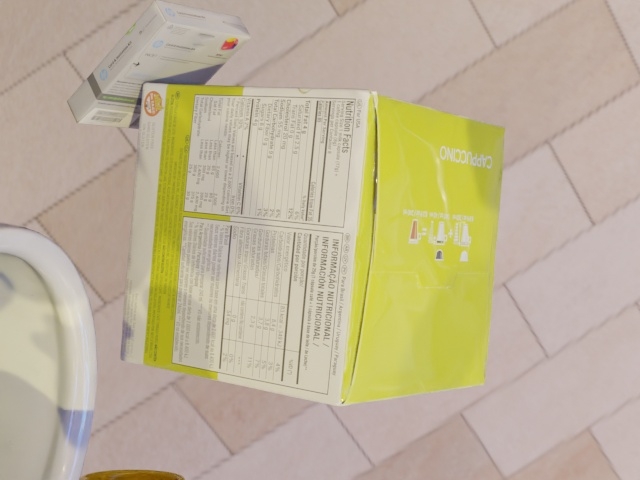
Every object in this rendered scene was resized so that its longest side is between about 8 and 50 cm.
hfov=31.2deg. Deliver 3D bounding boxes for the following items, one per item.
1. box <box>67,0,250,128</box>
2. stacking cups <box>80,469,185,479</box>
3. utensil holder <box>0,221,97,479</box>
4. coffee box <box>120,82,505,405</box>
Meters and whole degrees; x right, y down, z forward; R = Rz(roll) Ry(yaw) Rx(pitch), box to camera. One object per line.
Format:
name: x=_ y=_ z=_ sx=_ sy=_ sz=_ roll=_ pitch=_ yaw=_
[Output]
box: x=-0.195 y=-0.206 z=1.380 sx=0.186 sy=0.038 sz=0.145 roll=-40 pitch=158 yaw=32
stacking cups: x=-0.166 y=0.366 z=1.013 sx=0.096 sy=0.096 sz=0.316 roll=0 pitch=89 yaw=-13
utensil holder: x=-0.411 y=0.116 z=0.829 sx=0.385 sy=0.327 sz=0.327 roll=11 pitch=113 yaw=16
coffee box: x=0.000 y=0.000 z=1.400 sx=0.338 sy=0.334 sz=0.338 roll=4 pitch=92 yaw=-55
